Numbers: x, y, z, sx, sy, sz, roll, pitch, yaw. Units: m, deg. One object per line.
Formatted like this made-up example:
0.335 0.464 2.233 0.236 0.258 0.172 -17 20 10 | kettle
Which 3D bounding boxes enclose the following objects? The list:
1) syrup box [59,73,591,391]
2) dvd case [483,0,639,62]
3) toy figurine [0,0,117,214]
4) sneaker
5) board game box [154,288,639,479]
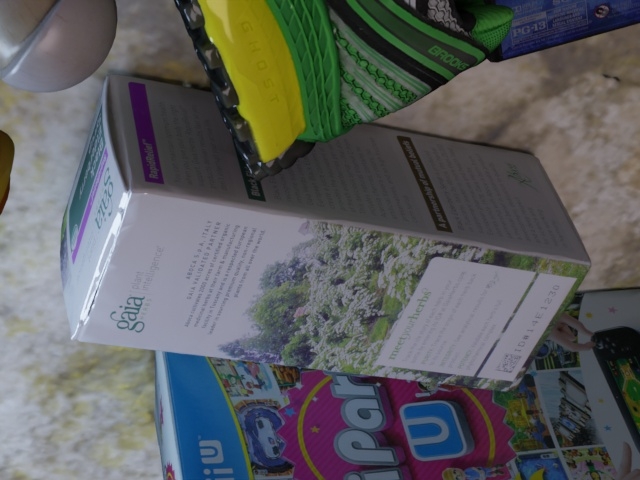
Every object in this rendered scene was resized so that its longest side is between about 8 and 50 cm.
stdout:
0.000 0.000 0.647 0.237 0.096 0.093 9 127 -21 | syrup box
0.138 -0.200 0.550 0.180 0.022 0.253 -15 134 1 | dvd case
-0.185 -0.032 0.490 0.148 0.209 0.213 35 116 -19 | toy figurine
-0.014 -0.178 0.477 0.146 0.134 0.343 -24 142 -2 | sneaker
0.072 0.144 0.710 0.303 0.224 0.097 -4 134 -12 | board game box
